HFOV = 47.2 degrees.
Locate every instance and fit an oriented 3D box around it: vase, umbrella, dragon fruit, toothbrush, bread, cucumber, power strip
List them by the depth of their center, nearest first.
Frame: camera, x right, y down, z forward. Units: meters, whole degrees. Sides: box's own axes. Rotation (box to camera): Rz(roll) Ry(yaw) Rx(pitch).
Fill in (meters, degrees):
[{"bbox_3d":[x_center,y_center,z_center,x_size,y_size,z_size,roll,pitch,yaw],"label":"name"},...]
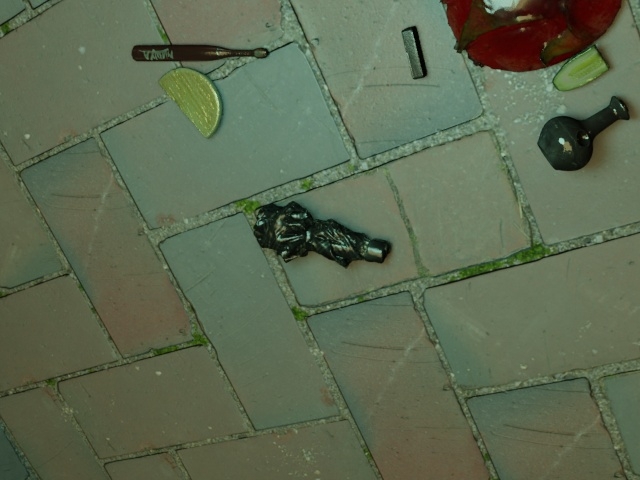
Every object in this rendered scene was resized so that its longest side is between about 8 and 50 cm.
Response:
[{"bbox_3d":[0.388,-0.455,1.457,0.344,0.100,0.282,32,125,6],"label":"dragon fruit"},{"bbox_3d":[0.520,-0.347,1.483,0.107,0.035,0.067,-30,122,33],"label":"cucumber"},{"bbox_3d":[0.540,-0.223,1.499,0.183,0.120,0.120,-35,98,13],"label":"vase"},{"bbox_3d":[0.202,-0.405,1.584,0.029,0.038,0.111,-8,109,26],"label":"power strip"},{"bbox_3d":[-0.294,-0.451,1.761,0.364,0.041,0.040,4,115,19],"label":"toothbrush"},{"bbox_3d":[-0.303,-0.359,1.810,0.112,0.036,0.193,-42,90,26],"label":"bread"},{"bbox_3d":[-0.005,0.011,1.811,0.337,0.128,0.154,24,118,7],"label":"umbrella"}]
